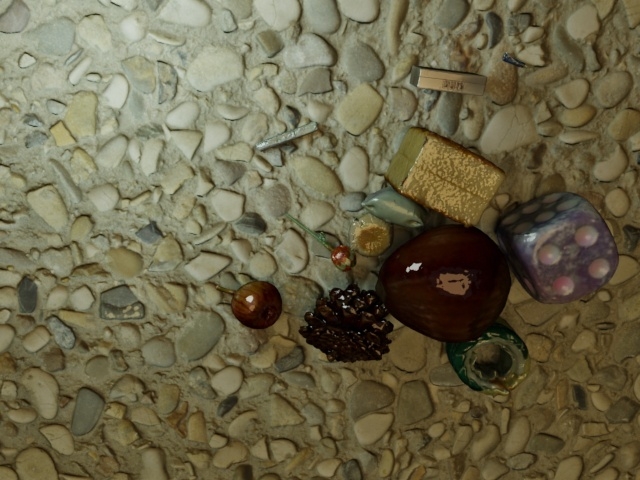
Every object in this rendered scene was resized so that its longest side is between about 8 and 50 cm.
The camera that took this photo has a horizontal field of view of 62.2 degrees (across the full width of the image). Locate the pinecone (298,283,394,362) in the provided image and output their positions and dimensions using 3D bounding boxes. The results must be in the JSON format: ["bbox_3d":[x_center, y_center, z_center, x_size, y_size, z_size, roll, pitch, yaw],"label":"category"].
[{"bbox_3d":[0.099,0.271,1.738,0.299,0.296,0.242,20,119,13],"label":"pinecone"}]

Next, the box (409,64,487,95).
[{"bbox_3d":[0.379,-0.480,1.592,0.201,0.141,0.058,6,112,-2],"label":"box"}]

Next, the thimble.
[{"bbox_3d":[0.585,0.403,1.860,0.254,0.167,0.288,-29,105,7],"label":"thimble"}]

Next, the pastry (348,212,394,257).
[{"bbox_3d":[0.167,-0.018,1.752,0.166,0.088,0.165,-1,106,-3],"label":"pastry"}]

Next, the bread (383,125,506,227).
[{"bbox_3d":[0.366,-0.200,1.607,0.279,0.279,0.207,24,104,-6],"label":"bread"}]

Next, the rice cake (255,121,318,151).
[{"bbox_3d":[-0.105,-0.327,1.674,0.208,0.033,0.033,-20,97,5],"label":"rice cake"}]

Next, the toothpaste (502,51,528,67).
[{"bbox_3d":[0.603,-0.554,1.642,0.083,0.019,0.027,22,122,-5],"label":"toothpaste"}]

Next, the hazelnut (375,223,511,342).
[{"bbox_3d":[0.377,0.132,1.658,0.421,0.421,0.352,11,75,-6],"label":"hazelnut"}]

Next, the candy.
[{"bbox_3d":[0.001,-0.001,1.772,0.288,0.084,0.078,38,101,-2],"label":"candy"}]

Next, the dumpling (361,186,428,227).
[{"bbox_3d":[0.236,-0.108,1.694,0.217,0.149,0.104,14,105,-3],"label":"dumpling"}]

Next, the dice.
[{"bbox_3d":[0.745,0.022,1.694,0.270,0.270,0.271,-28,106,6],"label":"dice"}]

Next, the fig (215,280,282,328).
[{"bbox_3d":[-0.232,0.203,1.788,0.175,0.207,0.175,-15,113,-37],"label":"fig"}]
